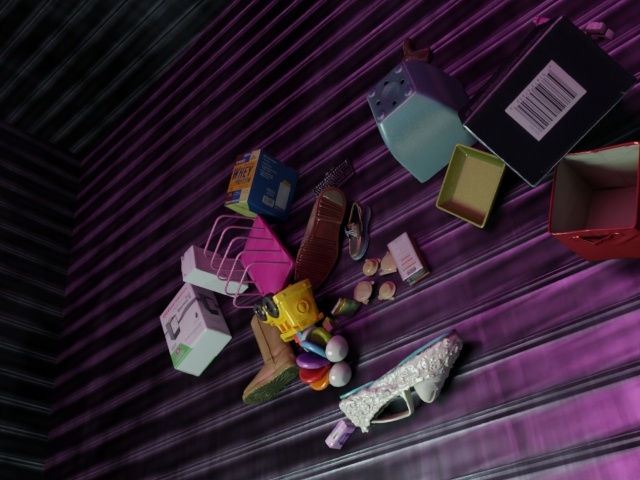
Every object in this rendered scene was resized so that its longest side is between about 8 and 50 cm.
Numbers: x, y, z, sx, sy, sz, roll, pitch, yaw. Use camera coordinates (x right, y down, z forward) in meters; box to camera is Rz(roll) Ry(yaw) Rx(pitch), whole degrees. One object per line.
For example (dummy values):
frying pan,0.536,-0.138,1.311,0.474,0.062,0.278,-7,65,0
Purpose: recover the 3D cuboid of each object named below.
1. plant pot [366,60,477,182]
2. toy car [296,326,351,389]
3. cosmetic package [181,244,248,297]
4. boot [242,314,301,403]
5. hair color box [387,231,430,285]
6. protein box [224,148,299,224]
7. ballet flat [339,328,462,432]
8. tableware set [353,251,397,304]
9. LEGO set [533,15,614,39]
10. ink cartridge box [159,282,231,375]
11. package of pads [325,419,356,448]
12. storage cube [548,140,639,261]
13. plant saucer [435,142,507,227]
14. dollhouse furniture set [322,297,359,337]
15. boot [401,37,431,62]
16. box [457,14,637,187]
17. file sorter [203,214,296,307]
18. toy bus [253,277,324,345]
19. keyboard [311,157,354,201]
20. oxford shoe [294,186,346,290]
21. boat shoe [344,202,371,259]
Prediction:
plant pot,0.277,-0.367,1.907,0.248,0.252,0.247,-39,46,28
toy car,-0.007,0.342,1.883,0.159,0.136,0.182,14,118,47
cosmetic package,-0.381,0.113,2.378,0.085,0.231,0.117,-42,44,28
boot,-0.180,0.365,2.142,0.236,0.089,0.269,-36,46,12
hair color box,0.248,0.051,1.865,0.072,0.043,0.141,-36,45,19
protein box,-0.210,-0.188,2.383,0.136,0.200,0.201,-6,65,45
ballet flat,0.224,0.369,1.682,0.409,0.147,0.147,-39,45,31
tableware set,0.168,0.110,1.942,0.141,0.020,0.168,-4,62,40
LEGO set,0.634,-0.538,1.731,0.227,0.093,0.087,27,91,51
ink cartridge box,-0.471,0.320,2.451,0.211,0.122,0.289,-51,40,15
package of pads,0.056,0.531,1.811,0.083,0.050,0.032,-56,45,9
storage cube,0.622,-0.072,1.409,0.184,0.193,0.215,-6,66,46
plant saucer,0.413,-0.148,1.770,0.188,0.045,0.188,34,113,51
dollhouse furniture set,0.060,0.245,1.948,0.151,0.076,0.058,-59,36,22
boot,0.322,-0.627,2.168,0.114,0.037,0.106,-1,82,51
box,0.495,-0.325,1.524,0.293,0.212,0.395,-49,2,18
file sorter,-0.251,0.069,2.242,0.290,0.182,0.202,51,127,43
toy bus,-0.084,0.243,2.042,0.211,0.149,0.220,61,150,4
keyboard,0.039,-0.211,2.263,0.180,0.023,0.108,-40,45,25
oxford shoe,0.000,0.000,2.148,0.130,0.123,0.348,-165,95,-82
boat shoe,0.107,-0.031,2.052,0.066,0.066,0.183,-15,59,43
